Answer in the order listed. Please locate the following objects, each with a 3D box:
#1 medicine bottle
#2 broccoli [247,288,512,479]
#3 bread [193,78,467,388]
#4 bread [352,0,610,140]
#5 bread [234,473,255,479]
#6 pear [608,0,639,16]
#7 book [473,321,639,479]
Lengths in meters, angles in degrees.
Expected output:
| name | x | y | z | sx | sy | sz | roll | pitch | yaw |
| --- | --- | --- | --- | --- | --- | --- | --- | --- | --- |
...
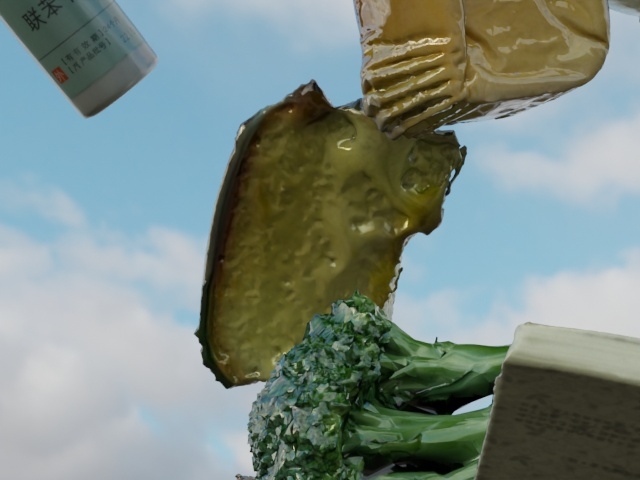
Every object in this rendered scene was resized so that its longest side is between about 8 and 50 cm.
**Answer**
| name | x | y | z | sx | sy | sz | roll | pitch | yaw |
| --- | --- | --- | --- | --- | --- | --- | --- | --- | --- |
| medicine bottle | -0.320 | -0.296 | 1.339 | 0.110 | 0.110 | 0.351 | -24 | -70 | 43 |
| broccoli | 0.075 | 0.161 | 0.743 | 0.242 | 0.261 | 0.269 | -36 | 13 | -2 |
| bread | 0.001 | -0.008 | 1.001 | 0.174 | 0.251 | 0.133 | 13 | 18 | -5 |
| bread | 0.090 | -0.217 | 0.822 | 0.153 | 0.288 | 0.119 | -11 | 5 | -21 |
| bread | -0.095 | 0.360 | 1.741 | 0.082 | 0.060 | 0.113 | -1 | -28 | -2 |
| pear | 0.310 | -0.332 | 1.033 | 0.304 | 0.303 | 0.304 | 2 | -25 | 1 |
| book | 0.120 | 0.096 | 0.434 | 0.139 | 0.016 | 0.198 | 11 | -34 | 7 |
